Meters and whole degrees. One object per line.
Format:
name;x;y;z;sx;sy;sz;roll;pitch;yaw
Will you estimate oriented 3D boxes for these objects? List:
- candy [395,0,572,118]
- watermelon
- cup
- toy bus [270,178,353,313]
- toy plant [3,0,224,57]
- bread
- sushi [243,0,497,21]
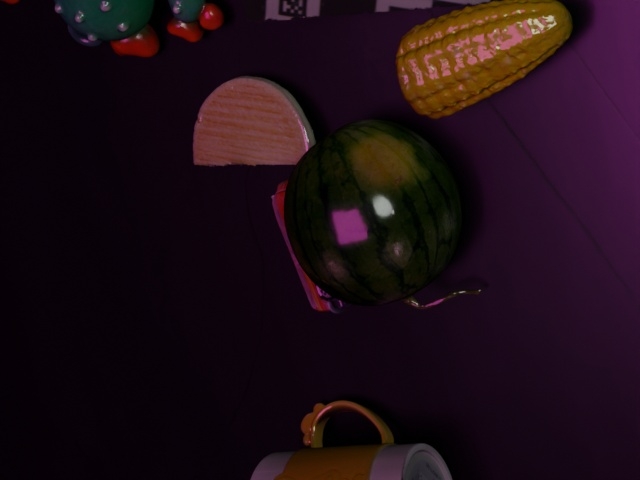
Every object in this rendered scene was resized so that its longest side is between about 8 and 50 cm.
candy;0.180;-0.208;1.535;0.199;0.094;0.106;-20;129;31
watermelon;0.060;-0.022;1.619;0.204;0.127;0.232;-14;92;4
cup;0.039;0.311;1.766;0.226;0.185;0.241;-14;67;30
toy bus;0.000;0.000;1.727;0.077;0.079;0.174;-16;97;60
toy plant;-0.253;-0.370;1.687;0.400;0.279;0.185;111;151;-55
bread;-0.083;-0.148;1.761;0.193;0.036;0.112;1;102;36
sushi;0.045;-0.413;1.542;0.320;0.069;0.339;-4;118;17
